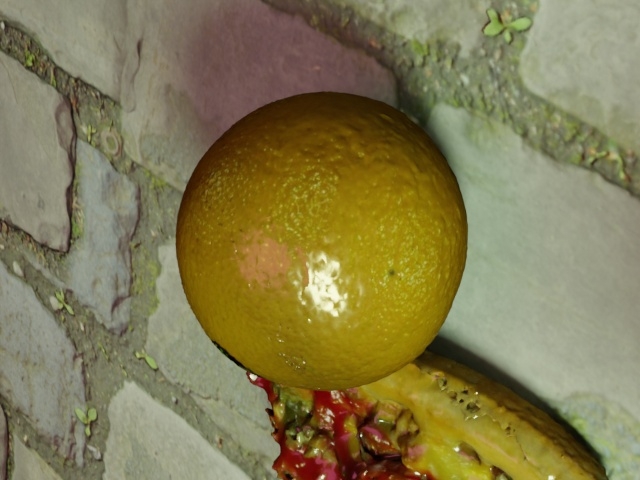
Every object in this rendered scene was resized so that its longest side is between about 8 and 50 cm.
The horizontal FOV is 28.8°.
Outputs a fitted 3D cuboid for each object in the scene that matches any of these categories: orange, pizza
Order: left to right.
[{"bbox_3d":[0.000,0.000,1.113,0.274,0.274,0.274,19,117,44],"label":"orange"},{"bbox_3d":[0.072,0.295,1.235,0.440,0.130,0.406,19,114,44],"label":"pizza"}]
